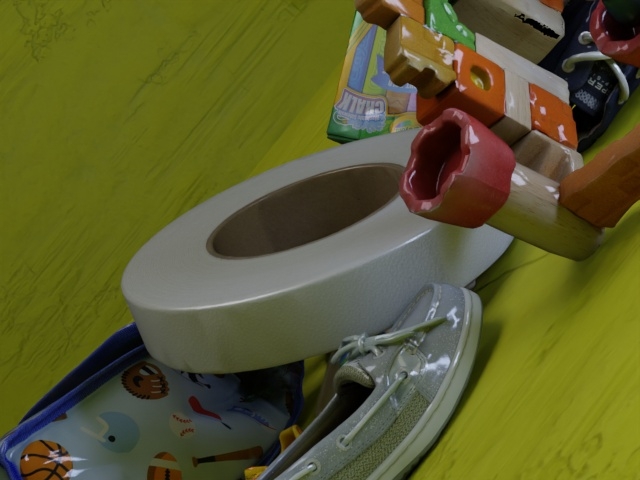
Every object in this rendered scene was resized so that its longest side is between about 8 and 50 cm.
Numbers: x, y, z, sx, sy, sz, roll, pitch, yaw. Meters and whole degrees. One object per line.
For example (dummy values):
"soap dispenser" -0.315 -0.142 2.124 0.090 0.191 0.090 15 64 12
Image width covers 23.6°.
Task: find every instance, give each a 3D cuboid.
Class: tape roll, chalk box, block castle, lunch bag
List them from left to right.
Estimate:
"lunch bag" -0.216 0.251 1.592 0.385 0.239 0.328 -36 -5 -47
"tape roll" 0.000 0.000 1.471 0.392 0.072 0.392 -19 19 7
"chalk box" 0.102 -0.149 1.701 0.132 0.132 0.213 13 -90 -59
"block castle" 0.183 -0.239 1.203 0.303 0.213 0.453 -40 37 42

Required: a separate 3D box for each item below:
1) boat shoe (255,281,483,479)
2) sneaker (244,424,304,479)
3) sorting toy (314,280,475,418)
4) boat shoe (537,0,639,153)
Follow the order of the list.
"boat shoe" 0.020 0.150 1.217 0.320 0.103 0.118 -53 10 -19
"sneaker" -0.053 0.238 1.332 0.064 0.067 0.175 -36 18 52
"sorting toy" 0.072 0.068 1.506 0.208 0.038 0.193 -46 9 21
"boat shoe" 0.280 -0.189 1.355 0.340 0.127 0.158 -49 14 54
